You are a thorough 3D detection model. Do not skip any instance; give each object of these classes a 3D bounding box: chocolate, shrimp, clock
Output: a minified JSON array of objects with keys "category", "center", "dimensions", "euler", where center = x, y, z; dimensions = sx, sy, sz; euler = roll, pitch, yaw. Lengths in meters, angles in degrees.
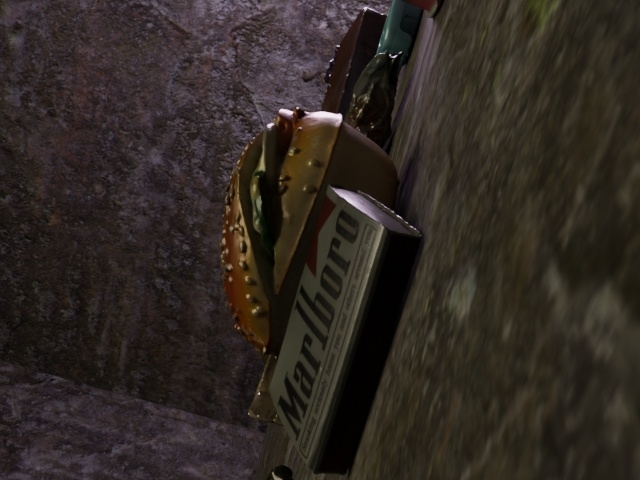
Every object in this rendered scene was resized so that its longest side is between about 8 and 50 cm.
[{"category":"chocolate","center":[0.062,-0.235,1.238],"dimensions":[0.112,0.112,0.321],"euler":[120,168,-51]},{"category":"shrimp","center":[0.054,-0.103,1.007],"dimensions":[0.316,0.062,0.164],"euler":[102,175,-54]},{"category":"clock","center":[0.117,-0.316,1.115],"dimensions":[0.108,0.045,0.147],"euler":[114,172,-76]}]

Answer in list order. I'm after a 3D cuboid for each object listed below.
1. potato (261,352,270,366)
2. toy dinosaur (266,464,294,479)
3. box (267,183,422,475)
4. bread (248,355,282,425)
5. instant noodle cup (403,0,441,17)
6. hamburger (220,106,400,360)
[{"category":"potato","center":[-0.064,0.164,1.489],"dimensions":[0.251,0.113,0.149],"euler":[109,173,-45]},{"category":"toy dinosaur","center":[-0.025,0.281,0.627],"dimensions":[0.179,0.087,0.187],"euler":[56,161,39]},{"category":"box","center":[0.010,0.059,0.559],"dimensions":[0.115,0.036,0.177],"euler":[-135,59,-64]},{"category":"bread","center":[-0.031,0.172,0.825],"dimensions":[0.152,0.077,0.105],"euler":[105,-179,-56]},{"category":"instant noodle cup","center":[0.035,-0.381,0.841],"dimensions":[0.244,0.255,0.243],"euler":[-167,90,-88]},{"category":"hamburger","center":[-0.014,-0.005,0.710],"dimensions":[0.237,0.147,0.236],"euler":[14,-90,-90]}]
